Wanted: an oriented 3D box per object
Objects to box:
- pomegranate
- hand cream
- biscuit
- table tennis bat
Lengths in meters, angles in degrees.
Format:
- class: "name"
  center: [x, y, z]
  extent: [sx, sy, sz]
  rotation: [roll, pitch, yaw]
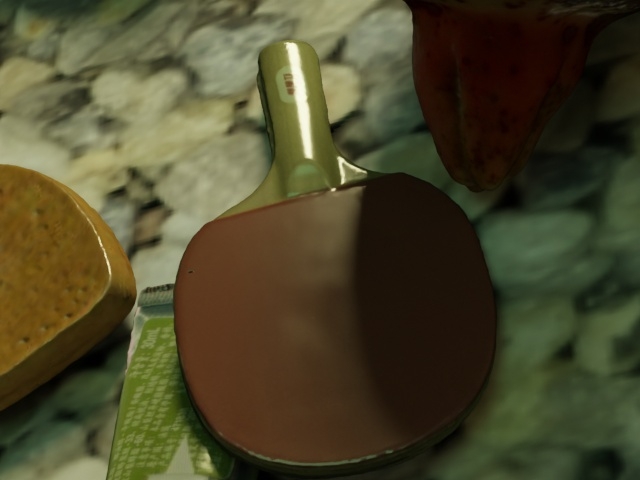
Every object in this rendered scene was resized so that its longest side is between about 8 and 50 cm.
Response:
- class: "pomegranate"
  center: [0.080, -0.141, 0.677]
  extent: [0.214, 0.214, 0.247]
  rotation: [16, 101, 35]
- class: "hand cream"
  center: [-0.058, 0.108, 0.670]
  extent: [0.086, 0.055, 0.235]
  rotation: [-8, 48, 20]
- class: "biscuit"
  center: [-0.184, 0.026, 0.798]
  extent: [0.221, 0.029, 0.142]
  rotation: [-10, 56, 26]
- class: "table tennis bat"
  center: [0.000, 0.000, 0.712]
  extent: [0.138, 0.022, 0.246]
  rotation: [-11, 50, 2]
